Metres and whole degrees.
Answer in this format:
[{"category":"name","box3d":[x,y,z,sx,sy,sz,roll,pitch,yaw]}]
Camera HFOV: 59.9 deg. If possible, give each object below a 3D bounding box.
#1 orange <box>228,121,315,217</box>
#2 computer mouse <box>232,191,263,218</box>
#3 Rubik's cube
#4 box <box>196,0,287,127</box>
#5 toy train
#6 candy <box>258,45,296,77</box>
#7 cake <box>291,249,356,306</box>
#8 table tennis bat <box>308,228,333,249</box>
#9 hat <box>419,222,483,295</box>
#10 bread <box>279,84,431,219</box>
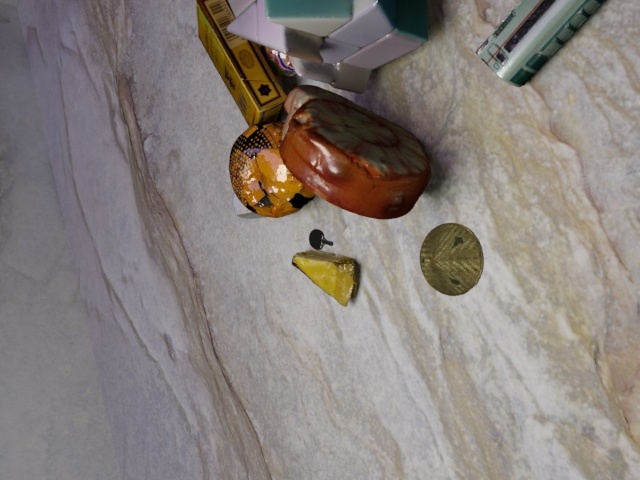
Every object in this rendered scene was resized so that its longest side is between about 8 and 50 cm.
[{"category":"orange","box3d":[-0.106,-0.170,1.316,0.235,0.182,0.234,13,119,25]},{"category":"computer mouse","box3d":[-0.166,-0.113,1.495,0.199,0.045,0.102,-7,86,44]},{"category":"Rubik's cube","box3d":[0.013,-0.501,1.068,0.368,0.358,0.387,-10,80,52]},{"category":"box","box3d":[-0.196,-0.429,1.365,0.301,0.084,0.193,61,169,0]},{"category":"toy train","box3d":[0.420,-0.420,0.849,0.407,0.087,0.088,-50,57,34]},{"category":"candy","box3d":[-0.154,-0.487,1.447,0.365,0.124,0.124,22,107,53]},{"category":"cake","box3d":[0.019,0.085,1.308,0.185,0.080,0.116,1,104,36]},{"category":"table tennis bat","box3d":[0.000,0.000,1.355,0.083,0.007,0.050,17,103,46]},{"category":"hat","box3d":[0.233,0.038,1.072,0.146,0.067,0.145,2,93,46]},{"category":"bread","box3d":[0.069,-0.170,1.066,0.327,0.295,0.114,-100,33,-56]}]
